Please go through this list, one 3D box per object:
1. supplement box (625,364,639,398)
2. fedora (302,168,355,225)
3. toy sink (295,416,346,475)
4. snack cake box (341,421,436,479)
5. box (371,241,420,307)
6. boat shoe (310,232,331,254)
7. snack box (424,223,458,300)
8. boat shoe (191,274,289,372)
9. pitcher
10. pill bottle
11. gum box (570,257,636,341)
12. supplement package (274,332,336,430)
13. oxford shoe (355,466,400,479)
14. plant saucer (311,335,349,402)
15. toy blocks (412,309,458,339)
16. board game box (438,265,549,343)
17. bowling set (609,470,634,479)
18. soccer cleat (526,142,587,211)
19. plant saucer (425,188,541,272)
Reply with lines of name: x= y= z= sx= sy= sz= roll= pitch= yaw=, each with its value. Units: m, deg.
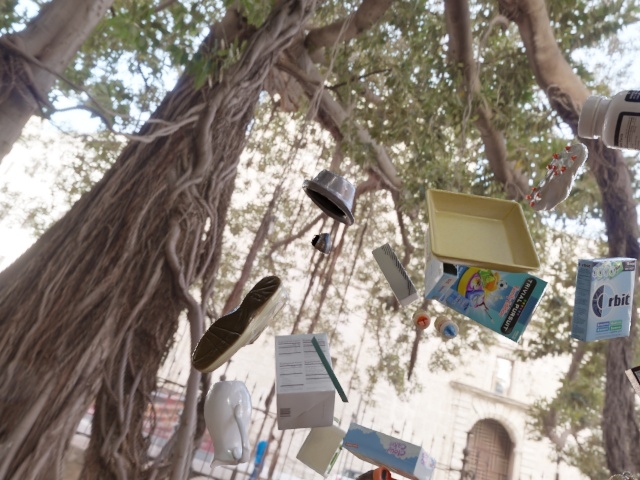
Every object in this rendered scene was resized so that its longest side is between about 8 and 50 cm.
supplement box: x=1.048 y=0.483 z=1.436 sx=0.081 sy=0.188 sz=0.104 roll=-23 pitch=-28 yaw=15
fedora: x=0.055 y=-0.187 z=1.829 sx=0.244 sy=0.124 sz=0.275 roll=26 pitch=-12 yaw=45
toy sink: x=0.028 y=0.774 z=1.779 sx=0.131 sy=0.234 sz=0.153 roll=24 pitch=-26 yaw=20
snack cake box: x=0.221 y=0.692 z=1.498 sx=0.264 sy=0.089 sz=0.152 roll=4 pitch=-35 yaw=37
box: x=0.333 y=0.152 z=2.048 sx=0.094 sy=0.275 sz=0.113 roll=-30 pitch=-30 yaw=5
boat shoe: x=0.000 y=0.000 z=1.800 sx=0.066 sy=0.066 sz=0.183 roll=18 pitch=10 yaw=-9
snack box: x=0.440 y=0.037 z=1.696 sx=0.060 sy=0.322 sz=0.187 roll=11 pitch=-33 yaw=-3
boat shoe: x=-0.192 y=0.224 z=1.172 sx=0.109 sy=0.302 sz=0.098 roll=19 pitch=-33 yaw=41
pitcher: x=-0.228 y=0.470 z=1.194 sx=0.125 sy=0.207 sz=0.178 roll=11 pitch=-30 yaw=-33
pill bottle: x=0.511 y=-0.189 z=0.730 sx=0.169 sy=0.094 sz=0.094 roll=19 pitch=-19 yaw=39
gum box: x=0.656 y=0.134 z=1.067 sx=0.157 sy=0.184 sz=0.041 roll=-1 pitch=7 yaw=-24
supplement package: x=-0.062 y=0.495 z=1.638 sx=0.198 sy=0.263 sz=0.199 roll=-2 pitch=-56 yaw=-6
oxford shoe: x=0.200 y=0.788 z=1.429 sx=0.098 sy=0.097 sz=0.271 roll=-20 pitch=-60 yaw=22
plant saucer: x=0.022 y=0.342 z=1.224 sx=0.018 sy=0.192 sz=0.067 roll=-26 pitch=-46 yaw=-7
toy blocks: x=0.335 y=0.248 z=1.346 sx=0.123 sy=0.054 sz=0.148 roll=14 pitch=1 yaw=4
board game box: x=0.659 y=0.203 z=1.783 sx=0.336 sy=0.254 sz=0.079 roll=27 pitch=1 yaw=32
bowling set: x=0.773 y=0.673 z=1.101 sx=0.287 sy=0.200 sz=0.154 roll=-22 pitch=6 yaw=8
soccer cleat: x=0.558 y=-0.143 z=1.067 sx=0.076 sy=0.068 sz=0.196 roll=8 pitch=-41 yaw=-10
plant saucer: x=0.504 y=-0.021 z=1.500 sx=0.333 sy=0.333 sz=0.081 roll=9 pitch=-46 yaw=1
